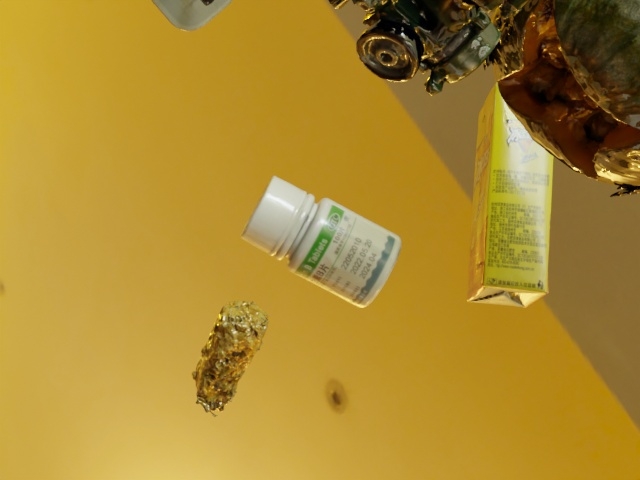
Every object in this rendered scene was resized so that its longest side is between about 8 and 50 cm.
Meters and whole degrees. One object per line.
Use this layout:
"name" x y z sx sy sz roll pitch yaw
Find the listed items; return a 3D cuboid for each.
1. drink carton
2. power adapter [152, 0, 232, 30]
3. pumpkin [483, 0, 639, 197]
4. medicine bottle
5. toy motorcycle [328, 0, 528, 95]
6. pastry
"drink carton" 0.320 -0.075 1.527 0.154 0.111 0.351 97 0 -77
"power adapter" -0.211 -0.392 1.232 0.124 0.187 0.255 -41 -132 2
"pumpkin" 0.345 -0.207 1.083 0.320 0.192 0.320 49 -13 15
"medicine bottle" 0.000 0.000 1.473 0.237 0.139 0.139 28 -45 -8
"toy motorcycle" 0.127 -0.265 0.902 0.205 0.127 0.275 38 -38 -20
"pastry" -0.101 0.121 0.980 0.140 0.056 0.080 -60 -160 27
